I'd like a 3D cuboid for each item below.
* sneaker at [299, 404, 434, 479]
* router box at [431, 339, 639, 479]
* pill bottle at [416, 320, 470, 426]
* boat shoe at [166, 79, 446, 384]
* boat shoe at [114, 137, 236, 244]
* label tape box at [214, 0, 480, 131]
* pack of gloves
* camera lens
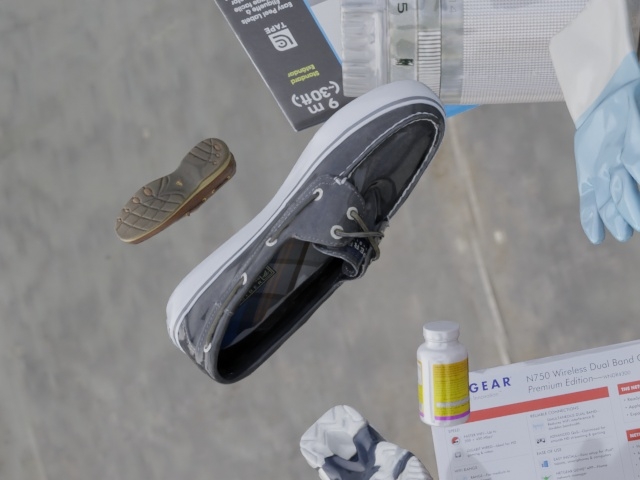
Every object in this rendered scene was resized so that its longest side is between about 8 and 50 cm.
[{"bbox_3d":[0.078,0.266,1.490,0.153,0.094,0.235,51,170,-32],"label":"sneaker"},{"bbox_3d":[0.302,0.271,1.701,0.335,0.082,0.301,-12,73,16],"label":"router box"},{"bbox_3d":[0.103,0.111,1.323,0.043,0.043,0.083,16,115,52],"label":"pill bottle"},{"bbox_3d":[0.000,0.000,0.976,0.080,0.228,0.076,46,-177,-43],"label":"boat shoe"},{"bbox_3d":[-0.177,-0.052,1.977,0.064,0.178,0.060,49,178,35],"label":"boat shoe"},{"bbox_3d":[0.059,-0.228,1.679,0.347,0.249,0.115,58,-158,-33],"label":"label tape box"},{"bbox_3d":[0.196,-0.123,0.955,0.195,0.046,0.232,-51,28,36],"label":"pack of gloves"},{"bbox_3d":[0.154,-0.233,1.425,0.219,0.274,0.219,-2,-90,-88],"label":"camera lens"}]
